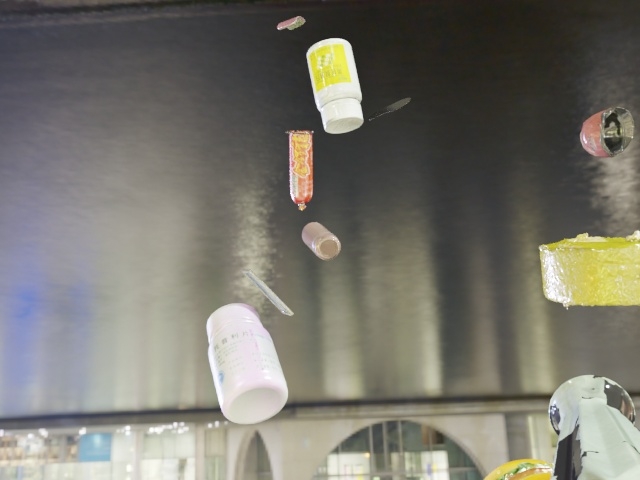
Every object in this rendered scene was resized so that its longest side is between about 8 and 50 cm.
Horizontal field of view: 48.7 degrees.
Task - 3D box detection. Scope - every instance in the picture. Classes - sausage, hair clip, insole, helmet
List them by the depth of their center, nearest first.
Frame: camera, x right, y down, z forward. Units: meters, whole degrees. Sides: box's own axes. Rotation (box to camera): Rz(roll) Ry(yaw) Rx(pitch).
[{"bbox_3d":[0.383,-0.145,0.962,0.084,0.065,0.049,-26,-166,-35],"label":"helmet"},{"bbox_3d":[-0.037,-0.124,1.267,0.050,0.145,0.048,-9,-160,-26],"label":"sausage"},{"bbox_3d":[0.180,-0.343,1.844,0.153,0.053,0.002,-16,120,49],"label":"insole"},{"bbox_3d":[-0.076,-0.567,1.849,0.054,0.022,0.137,-16,-167,16],"label":"hair clip"}]

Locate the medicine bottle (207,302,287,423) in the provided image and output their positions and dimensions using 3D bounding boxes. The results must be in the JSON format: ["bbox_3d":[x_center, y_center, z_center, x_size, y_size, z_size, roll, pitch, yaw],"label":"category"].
[{"bbox_3d":[-0.173,0.272,1.595,0.152,0.254,0.152,-12,132,-14],"label":"medicine bottle"}]

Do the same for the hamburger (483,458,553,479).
[{"bbox_3d":[0.347,0.478,1.153,0.246,0.246,0.170,0,180,-8],"label":"hamburger"}]

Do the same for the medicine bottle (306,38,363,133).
[{"bbox_3d":[0.048,-0.466,2.144,0.143,0.258,0.143,-11,169,-2],"label":"medicine bottle"}]

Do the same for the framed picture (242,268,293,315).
[{"bbox_3d":[-0.128,0.124,1.702,0.149,0.011,0.109,47,169,-7],"label":"framed picture"}]

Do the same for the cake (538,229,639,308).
[{"bbox_3d":[0.573,0.060,1.467,0.179,0.156,0.260,-2,180,-31],"label":"cake"}]

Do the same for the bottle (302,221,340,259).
[{"bbox_3d":[0.000,0.000,1.405,0.053,0.053,0.140,2,-169,-14],"label":"bottle"}]

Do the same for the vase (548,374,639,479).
[{"bbox_3d":[0.336,0.275,0.830,0.165,0.165,0.360,-7,-171,16],"label":"vase"}]
